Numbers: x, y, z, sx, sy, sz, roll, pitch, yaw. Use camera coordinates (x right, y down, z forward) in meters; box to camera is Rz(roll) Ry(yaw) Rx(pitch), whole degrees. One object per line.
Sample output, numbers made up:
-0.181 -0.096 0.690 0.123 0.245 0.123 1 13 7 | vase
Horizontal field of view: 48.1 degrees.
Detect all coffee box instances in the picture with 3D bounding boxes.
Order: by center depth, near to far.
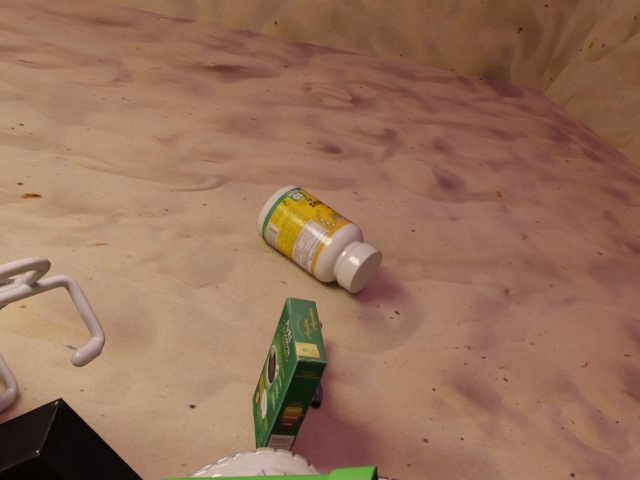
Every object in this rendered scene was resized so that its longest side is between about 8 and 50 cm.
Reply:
-0.041 0.175 0.881 0.041 0.184 0.113 10 31 -16 | coffee box

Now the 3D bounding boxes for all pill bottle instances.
0.000 0.000 1.259 0.208 0.117 0.118 35 33 25 | pill bottle

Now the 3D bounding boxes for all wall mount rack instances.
-0.385 0.146 0.671 0.304 0.350 0.130 -25 87 -54 | wall mount rack

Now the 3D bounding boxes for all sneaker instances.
-0.014 0.310 0.762 0.297 0.111 0.129 13 36 -11 | sneaker

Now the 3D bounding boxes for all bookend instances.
-0.276 0.254 0.702 0.157 0.156 0.072 57 15 -28 | bookend

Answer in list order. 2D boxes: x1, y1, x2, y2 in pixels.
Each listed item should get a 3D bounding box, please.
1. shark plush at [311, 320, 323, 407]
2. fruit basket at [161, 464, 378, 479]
-0.007 0.170 1.026 0.073 0.067 0.161 26 30 10 | shark plush
0.016 0.374 0.478 0.392 0.282 0.392 -2 45 2 | fruit basket
